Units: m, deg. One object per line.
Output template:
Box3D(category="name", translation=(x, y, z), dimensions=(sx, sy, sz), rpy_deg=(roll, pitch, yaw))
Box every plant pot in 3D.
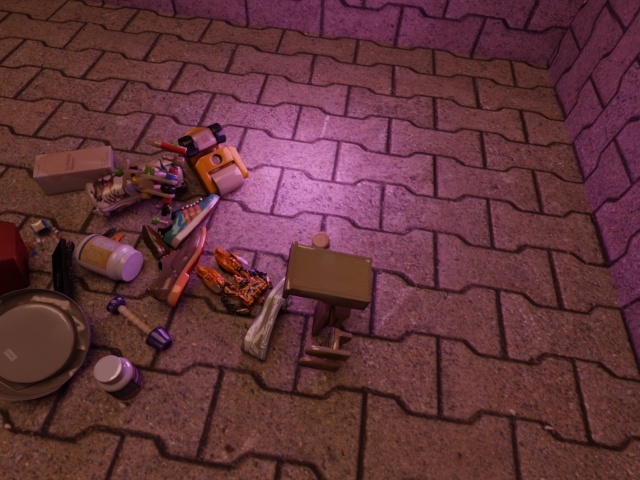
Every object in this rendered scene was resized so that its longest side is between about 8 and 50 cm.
Box3D(category="plant pot", translation=(-1.225, 0.072, 1.459), dimensions=(0.236, 0.267, 0.267), rpy_deg=(-10, 56, -26))

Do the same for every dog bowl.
Box3D(category="dog bowl", translation=(-0.932, 0.332, 1.312), dimensions=(0.349, 0.102, 0.348), rpy_deg=(2, 79, -12))

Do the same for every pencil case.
Box3D(category="pencil case", translation=(-0.791, -0.238, 1.748), dimensions=(0.411, 0.159, 0.183), rpy_deg=(-27, 48, -21))

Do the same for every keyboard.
Box3D(category="keyboard", translation=(-0.949, 0.125, 1.492), dimensions=(0.033, 0.201, 0.317), rpy_deg=(10, 45, -47))

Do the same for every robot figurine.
Box3D(category="robot figurine", translation=(-0.331, 0.156, 1.555), dimensions=(0.291, 0.085, 0.211), rpy_deg=(31, 60, 16))

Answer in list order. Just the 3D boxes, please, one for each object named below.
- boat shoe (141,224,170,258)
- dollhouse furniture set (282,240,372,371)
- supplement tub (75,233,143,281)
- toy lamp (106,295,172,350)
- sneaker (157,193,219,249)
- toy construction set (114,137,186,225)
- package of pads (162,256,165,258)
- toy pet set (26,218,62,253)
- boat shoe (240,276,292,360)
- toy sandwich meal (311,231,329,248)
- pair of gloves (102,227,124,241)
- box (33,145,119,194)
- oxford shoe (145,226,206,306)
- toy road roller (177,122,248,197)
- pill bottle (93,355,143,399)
Box3D(category="boat shoe", translation=(-0.681, 0.003, 1.656), dimensions=(0.060, 0.064, 0.178), rpy_deg=(-11, 53, -49))
Box3D(category="dollhouse furniture set", translation=(-0.012, 0.197, 1.356), dimensions=(0.257, 0.394, 0.361), rpy_deg=(12, 56, -7))
Box3D(category="supplement tub", translation=(-0.809, 0.069, 1.545), dimensions=(0.200, 0.144, 0.144), rpy_deg=(18, 56, 8))
Box3D(category="toy lamp", translation=(-0.647, 0.300, 1.438), dimensions=(0.275, 0.080, 0.080), rpy_deg=(30, 59, 15))
Box3D(category="sneaker", translation=(-0.553, -0.108, 1.690), dimensions=(0.121, 0.108, 0.302), rpy_deg=(38, 60, -5))
Box3D(category="toy construction set", translation=(-0.673, -0.266, 1.560), dimensions=(0.238, 0.308, 0.257), rpy_deg=(15, 36, -21))
Box3D(category="package of pads", translation=(-0.599, 0.099, 1.607), dimensions=(0.050, 0.032, 0.083), rpy_deg=(-15, 58, -18))
Box3D(category="toy pet set", translation=(-1.141, -0.022, 1.649), dimensions=(0.122, 0.065, 0.114), rpy_deg=(-32, 98, -20))
Box3D(category="boat shoe", translation=(-0.171, 0.277, 1.471), dimensions=(0.103, 0.118, 0.320), rpy_deg=(27, 62, 7))
Box3D(category="toy sandwich meal", translation=(0.000, 0.000, 1.721), dimensions=(0.086, 0.029, 0.085), rpy_deg=(2, 67, -6))
Box3D(category="pair of gloves", translation=(-0.873, -0.013, 1.677), dimensions=(0.083, 0.010, 0.074), rpy_deg=(25, 59, 16))
Box3D(category="box", translation=(-1.085, -0.315, 1.802), dimensions=(0.312, 0.121, 0.147), rpy_deg=(-12, 58, -12))
Box3D(category="oxford shoe", translation=(-0.542, 0.072, 1.543), dimensions=(0.133, 0.130, 0.363), rpy_deg=(22, 47, -10))
Box3D(category="toy road roller", translation=(-0.509, -0.363, 1.862), dimensions=(0.203, 0.241, 0.329), rpy_deg=(-33, 101, -24))
Box3D(category="pill bottle", translation=(-0.646, 0.436, 1.283), dimensions=(0.108, 0.180, 0.107), rpy_deg=(2, 56, -3))
